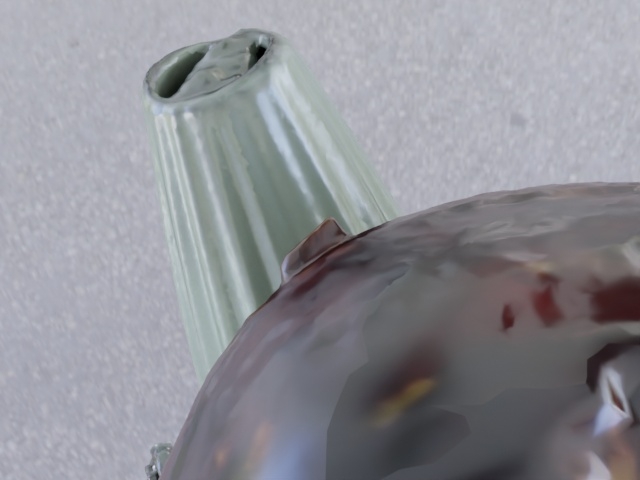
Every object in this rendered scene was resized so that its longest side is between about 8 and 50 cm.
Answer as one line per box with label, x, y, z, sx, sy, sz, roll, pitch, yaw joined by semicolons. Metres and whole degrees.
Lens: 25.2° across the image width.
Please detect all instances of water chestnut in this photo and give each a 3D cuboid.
water chestnut;0.093;0.144;0.530;0.350;0.302;0.351;1;81;-8

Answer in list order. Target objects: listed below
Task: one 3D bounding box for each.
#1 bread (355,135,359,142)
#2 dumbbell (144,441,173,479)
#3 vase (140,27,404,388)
bread;-0.001;-0.005;1.107;0.074;0.084;0.139;-4;72;-41
dumbbell;-0.049;0.163;1.020;0.254;0.082;0.082;-19;62;-9
vase;-0.007;0.022;0.647;0.128;0.248;0.128;-15;33;10
